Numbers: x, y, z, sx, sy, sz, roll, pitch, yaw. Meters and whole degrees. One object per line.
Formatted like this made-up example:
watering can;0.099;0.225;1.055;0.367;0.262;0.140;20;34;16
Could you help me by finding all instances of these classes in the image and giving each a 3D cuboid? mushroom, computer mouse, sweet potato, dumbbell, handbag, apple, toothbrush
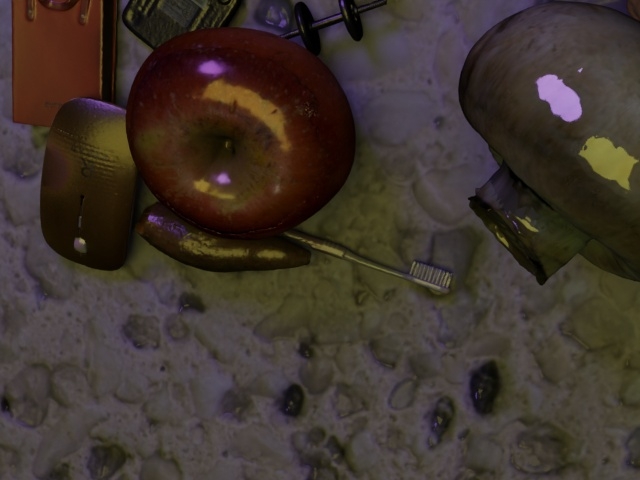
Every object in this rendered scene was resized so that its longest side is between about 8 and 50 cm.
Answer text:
mushroom;0.280;-0.088;0.993;0.260;0.352;0.352;-43;90;6
computer mouse;-0.296;-0.065;1.247;0.126;0.056;0.245;18;120;5
sweet potato;-0.133;0.008;1.240;0.243;0.077;0.077;18;104;14
dumbbell;0.010;-0.264;1.161;0.147;0.069;0.069;-16;98;16
handbag;-0.332;-0.242;1.244;0.127;0.063;0.190;8;105;10
apple;-0.093;-0.129;1.144;0.272;0.206;0.251;-2;112;15
toothbrush;0.000;0.000;1.241;0.354;0.024;0.029;18;97;8

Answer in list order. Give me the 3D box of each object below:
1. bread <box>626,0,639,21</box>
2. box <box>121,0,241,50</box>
bread;0.448;-0.280;1.035;0.244;0.134;0.244;2;99;13
box;-0.178;-0.292;1.218;0.126;0.027;0.125;36;106;3
